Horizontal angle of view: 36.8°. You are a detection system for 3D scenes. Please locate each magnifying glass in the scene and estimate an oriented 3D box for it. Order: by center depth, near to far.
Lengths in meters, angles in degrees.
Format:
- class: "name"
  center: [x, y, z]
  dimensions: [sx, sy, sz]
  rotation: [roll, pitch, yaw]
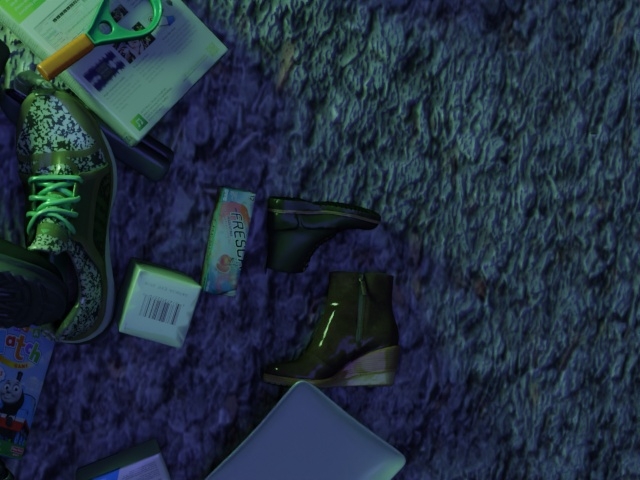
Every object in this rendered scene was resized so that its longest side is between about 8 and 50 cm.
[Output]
- class: "magnifying glass"
  center: [-0.337, -0.320, 1.478]
  dimensions: [0.231, 0.026, 0.092]
  rotation: [-44, 102, -24]

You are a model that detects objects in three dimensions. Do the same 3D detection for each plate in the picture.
- class: "plate"
  center: [-0.034, 0.405, 1.692]
  dimensions: [0.277, 0.045, 0.278]
  rotation: [41, 96, -24]

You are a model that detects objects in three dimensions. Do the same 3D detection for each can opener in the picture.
- class: "can opener"
  center: [-0.381, -0.176, 1.571]
  dimensions: [0.283, 0.076, 0.095]
  rotation: [33, 118, -16]

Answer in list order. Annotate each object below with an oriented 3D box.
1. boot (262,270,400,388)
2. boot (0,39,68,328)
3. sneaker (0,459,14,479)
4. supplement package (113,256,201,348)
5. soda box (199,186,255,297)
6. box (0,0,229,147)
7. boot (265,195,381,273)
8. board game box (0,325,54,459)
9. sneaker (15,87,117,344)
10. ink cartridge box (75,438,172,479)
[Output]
- class: "boot"
  center: [0.018, 0.160, 1.712]
  dimensions: [0.249, 0.090, 0.206]
  rotation: [-1, 81, -11]
- class: "boot"
  center: [-0.514, -0.112, 1.371]
  dimensions: [0.367, 0.146, 0.445]
  rotation: [12, 50, -15]
- class: "sneaker"
  center: [-0.552, 0.326, 1.551]
  dimensions: [0.147, 0.105, 0.295]
  rotation: [28, 76, -34]
- class: "supplement package"
  center: [-0.268, 0.097, 1.558]
  dimensions: [0.105, 0.179, 0.105]
  rotation: [17, 90, -17]
- class: "soda box"
  center: [-0.159, 0.001, 1.640]
  dimensions: [0.058, 0.063, 0.183]
  rotation: [10, 92, -16]
- class: "box"
  center: [-0.335, -0.340, 1.528]
  dimensions: [0.322, 0.058, 0.232]
  rotation: [46, 66, -14]
- class: "boot"
  center: [0.000, 0.000, 1.688]
  dimensions: [0.198, 0.077, 0.137]
  rotation: [7, 98, -3]
- class: "board game box"
  center: [-0.505, 0.220, 1.499]
  dimensions: [0.160, 0.039, 0.211]
  rotation: [36, 58, -51]
- class: "sneaker"
  center: [-0.391, -0.028, 1.465]
  dimensions: [0.158, 0.182, 0.410]
  rotation: [-7, 96, -3]
- class: "ink cartridge box"
  center: [-0.310, 0.463, 1.629]
  dimensions: [0.148, 0.086, 0.203]
  rotation: [-19, 101, -13]
